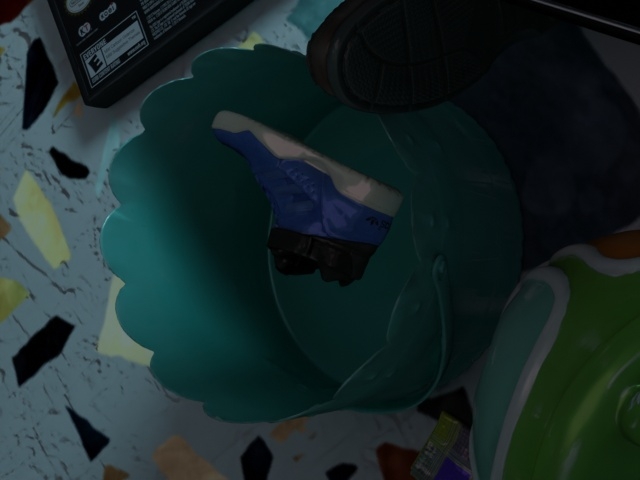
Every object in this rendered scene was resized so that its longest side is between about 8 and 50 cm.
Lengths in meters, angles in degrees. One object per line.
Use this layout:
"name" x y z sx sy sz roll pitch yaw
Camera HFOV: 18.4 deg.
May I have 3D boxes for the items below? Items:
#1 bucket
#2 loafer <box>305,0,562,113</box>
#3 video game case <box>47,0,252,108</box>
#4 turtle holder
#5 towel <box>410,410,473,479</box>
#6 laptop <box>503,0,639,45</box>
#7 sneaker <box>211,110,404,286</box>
"bucket" 0.000 0.000 1.429 0.281 0.183 0.281 -3 85 36
"loafer" 0.082 -0.159 1.349 0.084 0.267 0.096 21 128 43
"video game case" -0.133 -0.284 1.635 0.275 0.035 0.248 -33 69 31
"turtle holder" 0.212 0.142 1.262 0.227 0.243 0.320 -135 30 -56
"towel" 0.106 0.171 1.448 0.083 0.009 0.060 40 110 31
"laptop" 0.133 -0.265 1.183 0.382 0.408 0.236 24 142 34
"sneaker" -0.024 -0.024 1.298 0.152 0.058 0.085 28 95 26
